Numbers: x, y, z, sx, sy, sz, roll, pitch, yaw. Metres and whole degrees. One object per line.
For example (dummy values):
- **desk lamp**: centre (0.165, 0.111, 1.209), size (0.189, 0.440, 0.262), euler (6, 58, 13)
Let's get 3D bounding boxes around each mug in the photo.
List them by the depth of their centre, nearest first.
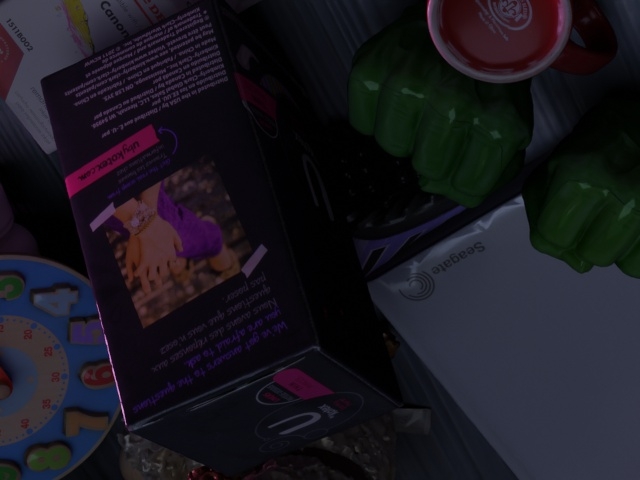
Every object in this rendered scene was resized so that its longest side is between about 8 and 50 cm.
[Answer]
- **mug**: centre (0.140, -0.173, 1.132), size (0.150, 0.169, 0.113), euler (19, 120, -1)

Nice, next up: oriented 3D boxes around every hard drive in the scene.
- **hard drive**: centre (0.228, 0.100, 1.344), size (0.233, 0.047, 0.353), euler (-31, 110, 23)

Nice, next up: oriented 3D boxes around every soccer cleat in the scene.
- **soccer cleat**: centre (0.000, 0.000, 1.307), size (0.318, 0.108, 0.116), euler (-26, 141, 13)

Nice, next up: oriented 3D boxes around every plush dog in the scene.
- **plush dog**: centre (-0.008, 0.199, 1.315), size (0.211, 0.225, 0.262), euler (-39, 119, 24)

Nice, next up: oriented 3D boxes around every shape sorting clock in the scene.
- **shape sorting clock**: centre (-0.243, 0.107, 1.296), size (0.206, 0.040, 0.206), euler (-7, 114, -17)

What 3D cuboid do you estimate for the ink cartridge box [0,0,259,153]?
- **ink cartridge box**: centre (-0.150, -0.163, 1.244), size (0.198, 0.067, 0.115), euler (-29, 111, 22)

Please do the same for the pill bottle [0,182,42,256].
- **pill bottle**: centre (-0.266, 0.058, 1.359), size (0.119, 0.119, 0.208), euler (-9, 117, 14)

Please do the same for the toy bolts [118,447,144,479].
- **toy bolts**: centre (-0.159, 0.257, 1.388), size (0.218, 0.228, 0.158), euler (12, 121, 38)

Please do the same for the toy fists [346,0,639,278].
- **toy fists**: centre (0.146, -0.060, 1.164), size (0.279, 0.142, 0.096), euler (29, 116, 0)

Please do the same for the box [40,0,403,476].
- **box**: centre (-0.066, 0.000, 1.167), size (0.143, 0.270, 0.165), euler (-23, 155, 14)
